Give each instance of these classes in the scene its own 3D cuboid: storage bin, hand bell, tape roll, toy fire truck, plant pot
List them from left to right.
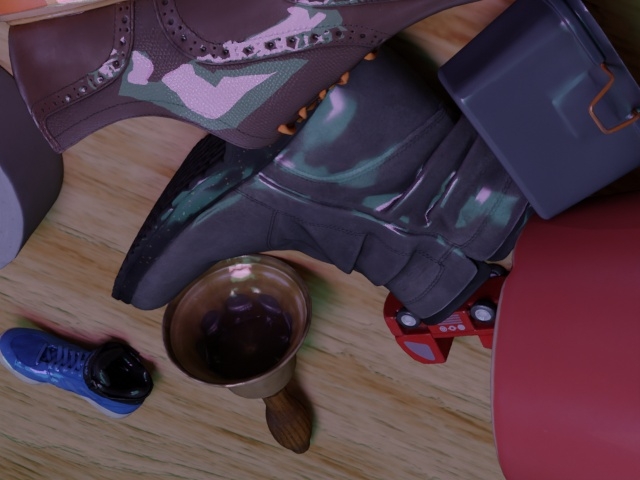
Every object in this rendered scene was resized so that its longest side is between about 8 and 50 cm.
[{"bbox_3d":[-0.329,-0.071,1.005,0.219,0.072,0.219,13,136,13],"label":"tape roll"},{"bbox_3d":[-0.046,0.130,1.071,0.126,0.126,0.242,8,147,18],"label":"hand bell"},{"bbox_3d":[0.157,0.082,0.946,0.192,0.047,0.135,-8,128,31],"label":"toy fire truck"},{"bbox_3d":[0.140,-0.079,0.729,0.091,0.098,0.135,-37,115,9],"label":"storage bin"},{"bbox_3d":[0.250,0.079,0.746,0.243,0.275,0.275,4,135,28],"label":"plant pot"}]

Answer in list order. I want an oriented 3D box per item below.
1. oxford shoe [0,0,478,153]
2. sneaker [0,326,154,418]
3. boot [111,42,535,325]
[{"bbox_3d":[-0.008,-0.129,0.704,0.363,0.130,0.133,-7,106,15],"label":"oxford shoe"},{"bbox_3d":[-0.231,0.116,1.156,0.152,0.058,0.084,32,144,-14],"label":"sneaker"},{"bbox_3d":[0.000,0.000,0.886,0.222,0.118,0.338,34,137,-12],"label":"boot"}]
